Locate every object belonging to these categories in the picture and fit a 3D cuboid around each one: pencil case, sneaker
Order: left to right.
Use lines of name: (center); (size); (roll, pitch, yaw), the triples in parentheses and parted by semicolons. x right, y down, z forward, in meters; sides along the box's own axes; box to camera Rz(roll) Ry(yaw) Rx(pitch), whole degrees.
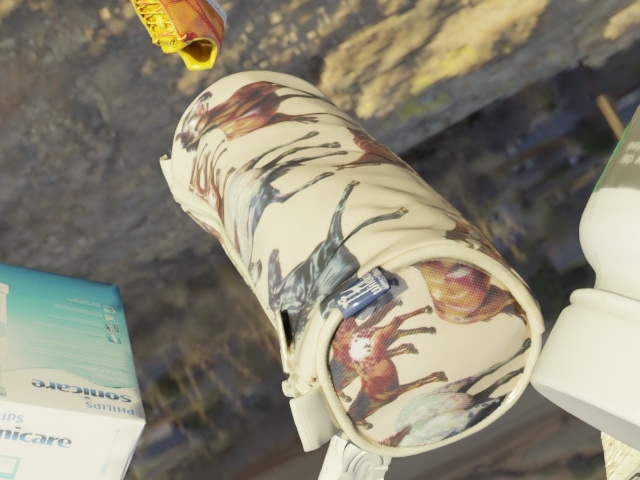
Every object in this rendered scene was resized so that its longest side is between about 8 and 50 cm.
sneaker: (-0.136, -0.210, 1.227); (0.064, 0.067, 0.175); (-4, 156, 29)
pencil case: (0.000, 0.000, 1.064); (0.184, 0.410, 0.159); (-14, 119, -16)
sneaker: (0.043, 0.312, 1.921); (0.090, 0.094, 0.235); (2, 139, -20)

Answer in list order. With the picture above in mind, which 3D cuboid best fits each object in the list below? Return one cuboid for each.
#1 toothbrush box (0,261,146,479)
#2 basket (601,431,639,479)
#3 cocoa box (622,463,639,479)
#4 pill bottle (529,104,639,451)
toothbrush box: (-0.346, 0.161, 1.648); (0.216, 0.295, 0.126); (12, 116, -23)
basket: (0.405, 0.235, 1.494); (0.113, 0.167, 0.103); (-62, -175, 31)
cocoa box: (0.351, 0.352, 1.202); (0.228, 0.231, 0.347); (1, -160, 46)
pill bottle: (0.277, -0.039, 0.779); (0.361, 0.204, 0.204); (-61, 160, -6)
